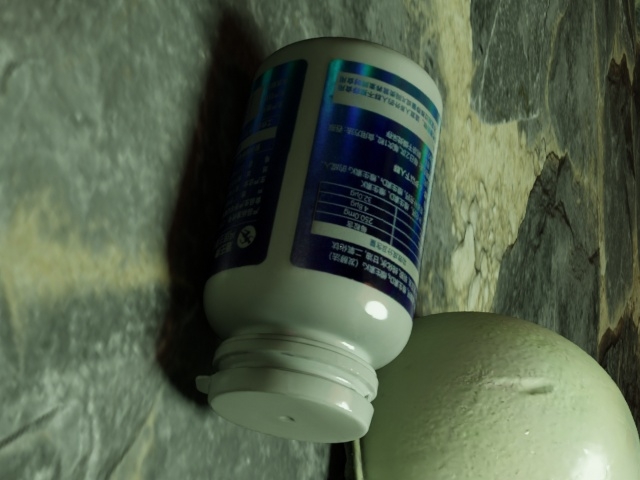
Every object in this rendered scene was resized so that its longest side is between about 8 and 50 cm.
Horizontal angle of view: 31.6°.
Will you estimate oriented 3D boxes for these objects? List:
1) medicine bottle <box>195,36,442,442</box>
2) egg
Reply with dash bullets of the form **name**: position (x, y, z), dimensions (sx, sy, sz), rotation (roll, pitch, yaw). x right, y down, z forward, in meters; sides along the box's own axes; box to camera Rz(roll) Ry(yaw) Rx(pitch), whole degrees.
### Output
- **medicine bottle**: position (0.000, 0.000, 0.581), dimensions (0.107, 0.107, 0.191), rotation (53, 42, -56)
- **egg**: position (0.153, 0.176, 0.819), dimensions (0.286, 0.174, 0.264), rotation (52, 34, -43)
